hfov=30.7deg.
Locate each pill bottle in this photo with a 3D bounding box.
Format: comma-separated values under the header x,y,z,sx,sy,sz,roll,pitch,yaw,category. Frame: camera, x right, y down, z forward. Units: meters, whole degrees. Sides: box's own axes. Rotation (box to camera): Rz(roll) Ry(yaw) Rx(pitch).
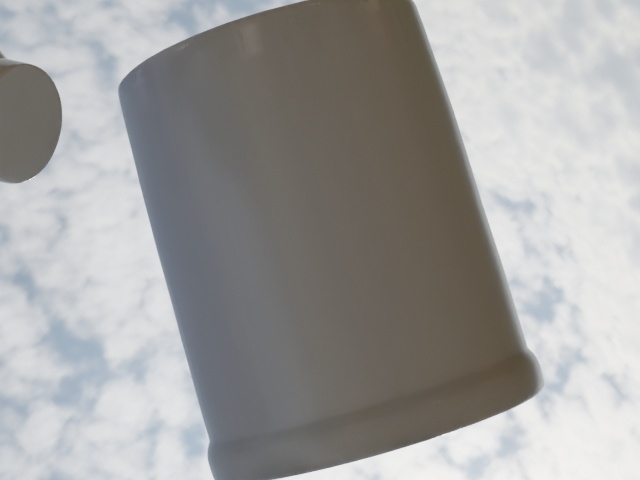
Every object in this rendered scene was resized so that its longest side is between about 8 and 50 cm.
x,y,z,sx,sy,sz,roll,pitch,yaw,category
-0.277,-0.094,0.797,0.193,0.108,0.108,13,-159,26,pill bottle

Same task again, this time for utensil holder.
x,y,z,sx,sy,sz,roll,pitch,yaw,category
0.000,0.000,1.113,0.327,0.327,0.385,-13,-95,-53,utensil holder
